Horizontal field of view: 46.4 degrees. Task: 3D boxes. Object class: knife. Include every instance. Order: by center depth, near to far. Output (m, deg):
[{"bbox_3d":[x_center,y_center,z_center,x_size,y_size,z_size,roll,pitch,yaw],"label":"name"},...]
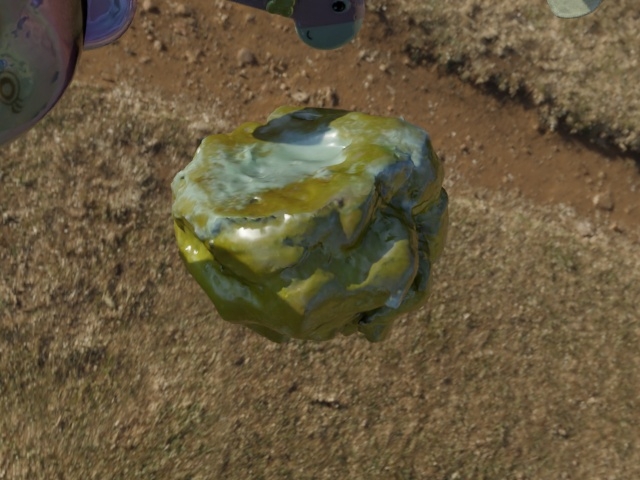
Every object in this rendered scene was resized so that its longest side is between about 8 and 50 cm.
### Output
[{"bbox_3d":[-0.122,-0.322,0.905,0.398,0.132,0.038,11,46,-21],"label":"knife"}]

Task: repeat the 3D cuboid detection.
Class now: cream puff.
[{"bbox_3d":[0.000,0.000,0.963,0.378,0.276,0.378,-6,35,5],"label":"cream puff"}]

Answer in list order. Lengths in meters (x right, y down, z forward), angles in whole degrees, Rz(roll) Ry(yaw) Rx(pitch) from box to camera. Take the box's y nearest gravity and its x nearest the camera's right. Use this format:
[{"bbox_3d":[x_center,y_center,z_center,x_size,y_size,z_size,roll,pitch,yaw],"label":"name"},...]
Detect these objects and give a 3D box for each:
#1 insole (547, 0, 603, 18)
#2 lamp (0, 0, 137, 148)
[{"bbox_3d":[0.168,-0.256,0.537,0.010,0.063,0.192,-33,115,-33],"label":"insole"},{"bbox_3d":[-0.273,-0.182,0.410,0.247,0.301,0.247,-44,45,-18],"label":"lamp"}]
